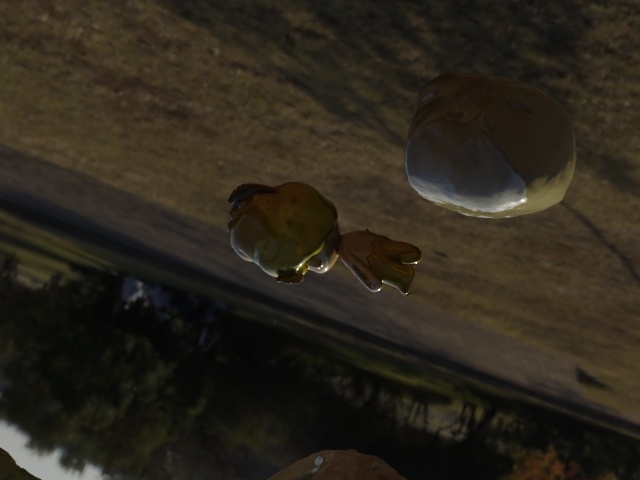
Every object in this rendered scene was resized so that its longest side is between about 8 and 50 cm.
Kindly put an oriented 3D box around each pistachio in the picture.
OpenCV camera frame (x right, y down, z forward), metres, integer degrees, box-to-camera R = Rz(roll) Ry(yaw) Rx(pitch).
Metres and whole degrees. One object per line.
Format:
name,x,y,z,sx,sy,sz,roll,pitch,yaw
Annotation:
pistachio,0.251,-0.125,1.494,0.332,0.226,0.207,15,-143,-47

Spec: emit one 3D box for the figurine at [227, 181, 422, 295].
figurine,0.000,0.000,1.295,0.246,0.156,0.131,15,130,-3

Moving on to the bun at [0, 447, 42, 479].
bun,-0.395,0.319,1.177,0.141,0.239,0.239,-33,141,21

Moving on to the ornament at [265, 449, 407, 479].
ornament,0.012,0.358,1.120,0.225,0.259,0.259,56,165,-3
